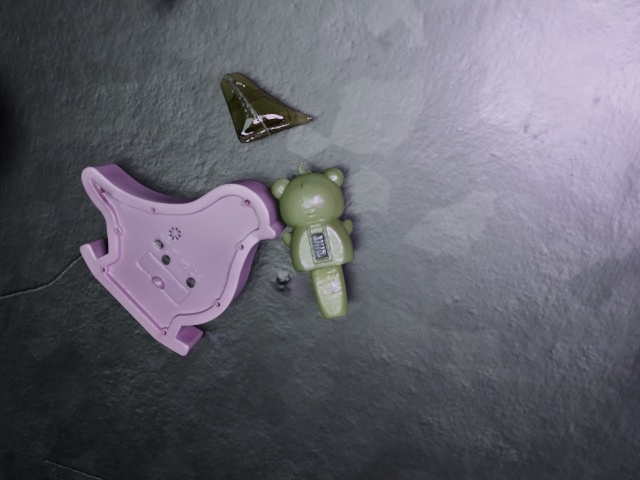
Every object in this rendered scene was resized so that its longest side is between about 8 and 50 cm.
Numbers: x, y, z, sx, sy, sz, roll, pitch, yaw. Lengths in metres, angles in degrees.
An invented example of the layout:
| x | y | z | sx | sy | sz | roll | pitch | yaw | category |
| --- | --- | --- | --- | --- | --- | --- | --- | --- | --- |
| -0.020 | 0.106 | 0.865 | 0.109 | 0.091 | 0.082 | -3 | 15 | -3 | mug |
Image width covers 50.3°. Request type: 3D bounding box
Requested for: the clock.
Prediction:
| x | y | z | sx | sy | sz | roll | pitch | yaw | category |
| --- | --- | --- | --- | --- | --- | --- | --- | --- | --- |
| -0.221 | -0.020 | 1.017 | 0.290 | 0.080 | 0.275 | 43 | 106 | -1 | clock |

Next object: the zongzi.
| x | y | z | sx | sy | sz | roll | pitch | yaw | category |
| --- | --- | --- | --- | --- | --- | --- | --- | --- | --- |
| -0.077 | -0.202 | 0.971 | 0.113 | 0.052 | 0.104 | -18 | 92 | 1 | zongzi |

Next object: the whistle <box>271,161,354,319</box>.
| x | y | z | sx | sy | sz | roll | pitch | yaw | category |
| --- | --- | --- | --- | --- | --- | --- | --- | --- | --- |
| 0.000 | 0.000 | 0.973 | 0.105 | 0.085 | 0.227 | -13 | 96 | 1 | whistle |
